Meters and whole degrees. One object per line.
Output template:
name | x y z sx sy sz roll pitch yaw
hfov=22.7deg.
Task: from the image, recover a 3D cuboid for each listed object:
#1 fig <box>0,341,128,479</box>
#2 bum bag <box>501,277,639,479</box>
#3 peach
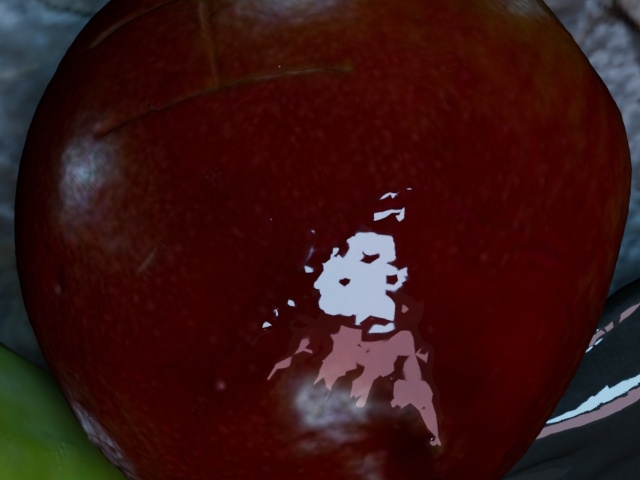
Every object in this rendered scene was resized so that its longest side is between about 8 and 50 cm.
fig | -0.154 0.107 0.510 0.314 0.233 0.233 -30 137 -47
bum bag | 0.129 0.048 0.618 0.326 0.080 0.142 -34 133 0
peach | 0.000 0.000 0.469 0.197 0.197 0.197 -9 123 -13
